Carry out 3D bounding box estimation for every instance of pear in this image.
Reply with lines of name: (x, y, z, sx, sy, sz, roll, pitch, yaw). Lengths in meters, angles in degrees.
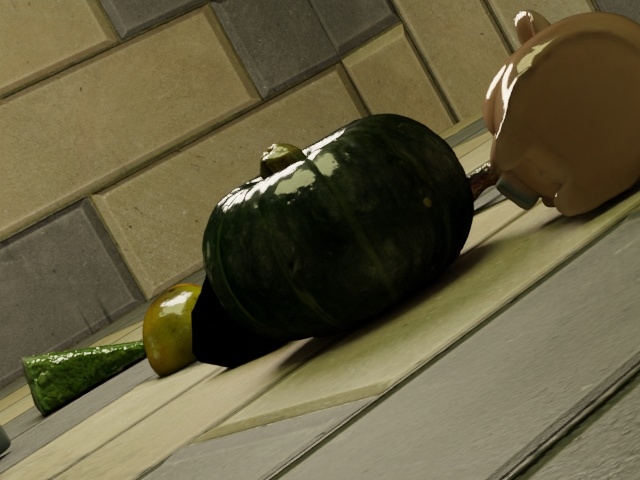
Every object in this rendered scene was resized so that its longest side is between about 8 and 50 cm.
pear: (-0.195, 0.118, 2.115, 0.141, 0.104, 0.141, -32, 1, 1)

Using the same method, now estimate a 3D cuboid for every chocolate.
chocolate: (-0.089, 0.082, 1.796, 0.080, 0.125, 0.149, -10, -15, -45)

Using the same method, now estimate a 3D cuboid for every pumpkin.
pumpkin: (0.017, -0.021, 1.610, 0.300, 0.207, 0.300, -29, 3, 2)

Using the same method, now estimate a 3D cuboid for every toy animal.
toy animal: (0.261, -0.126, 1.540, 0.213, 0.195, 0.256, -58, 3, -1)

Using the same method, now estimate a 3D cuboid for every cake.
cake: (-0.384, 0.192, 2.512, 0.235, 0.099, 0.100, -29, 6, -16)

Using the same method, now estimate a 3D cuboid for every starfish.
starfish: (0.161, -0.043, 1.982, 0.213, 0.057, 0.238, -36, -3, 22)

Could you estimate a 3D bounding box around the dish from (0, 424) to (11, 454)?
dish: (-0.570, 0.318, 2.133, 0.243, 0.182, 0.080, -31, 43, -8)

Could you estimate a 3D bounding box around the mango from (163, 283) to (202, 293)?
mango: (-0.209, 0.119, 2.272, 0.115, 0.090, 0.178, -39, 7, -1)
